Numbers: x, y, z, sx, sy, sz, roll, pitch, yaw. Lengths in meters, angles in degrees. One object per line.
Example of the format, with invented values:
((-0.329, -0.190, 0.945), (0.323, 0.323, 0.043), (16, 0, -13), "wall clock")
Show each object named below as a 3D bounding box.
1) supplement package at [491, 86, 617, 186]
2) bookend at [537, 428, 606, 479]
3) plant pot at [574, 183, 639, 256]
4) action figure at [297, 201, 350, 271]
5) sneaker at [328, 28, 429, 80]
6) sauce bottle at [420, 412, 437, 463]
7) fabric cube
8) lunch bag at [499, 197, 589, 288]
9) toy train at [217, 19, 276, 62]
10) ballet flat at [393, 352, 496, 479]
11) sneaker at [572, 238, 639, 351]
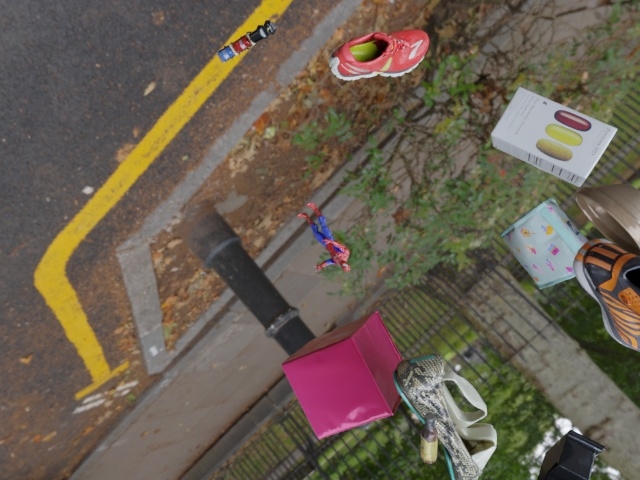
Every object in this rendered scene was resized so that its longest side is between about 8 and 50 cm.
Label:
((0.573, -0.255, 1.262), (0.138, 0.244, 0.134), (-61, 159, 8), "supplement package")
((0.504, 0.499, 1.045), (0.156, 0.073, 0.157), (-52, 157, -34), "bookend")
((0.815, -0.075, 1.366), (0.110, 0.237, 0.237), (-43, 161, 11), "plant pot")
((0.000, 0.000, 1.758), (0.139, 0.280, 0.091), (-12, 150, -53), "action figure")
((0.159, -0.460, 1.236), (0.279, 0.107, 0.118), (-22, -178, -19), "sneaker")
((0.261, 0.473, 1.217), (0.042, 0.042, 0.128), (-22, 116, -45), "sauce bottle")
((0.089, 0.402, 1.551), (0.258, 0.254, 0.259), (-29, 177, 25), "fabric cube")
((0.663, 0.005, 1.459), (0.160, 0.223, 0.262), (-34, 168, -4), "lunch bag")
((-0.139, -0.355, 0.915), (0.158, 0.027, 0.036), (-6, -142, 46), "toy train")
((0.365, 0.493, 1.354), (0.182, 0.482, 0.164), (-24, -159, 14), "ballet flat")
((0.603, 0.137, 0.912), (0.124, 0.321, 0.180), (-49, -161, 4), "sneaker")
